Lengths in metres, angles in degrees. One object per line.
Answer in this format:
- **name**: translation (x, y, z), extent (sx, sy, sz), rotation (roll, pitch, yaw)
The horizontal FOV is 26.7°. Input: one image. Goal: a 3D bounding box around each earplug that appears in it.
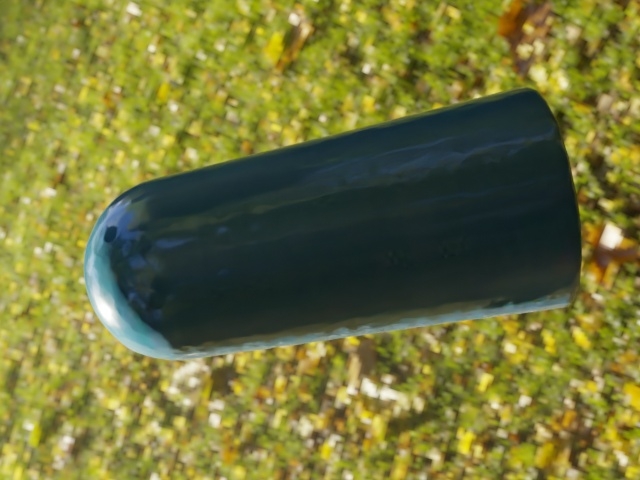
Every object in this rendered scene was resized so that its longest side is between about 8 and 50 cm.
- **earplug**: translation (0.000, 0.000, 0.779), extent (0.132, 0.273, 0.132), rotation (169, 90, -84)
